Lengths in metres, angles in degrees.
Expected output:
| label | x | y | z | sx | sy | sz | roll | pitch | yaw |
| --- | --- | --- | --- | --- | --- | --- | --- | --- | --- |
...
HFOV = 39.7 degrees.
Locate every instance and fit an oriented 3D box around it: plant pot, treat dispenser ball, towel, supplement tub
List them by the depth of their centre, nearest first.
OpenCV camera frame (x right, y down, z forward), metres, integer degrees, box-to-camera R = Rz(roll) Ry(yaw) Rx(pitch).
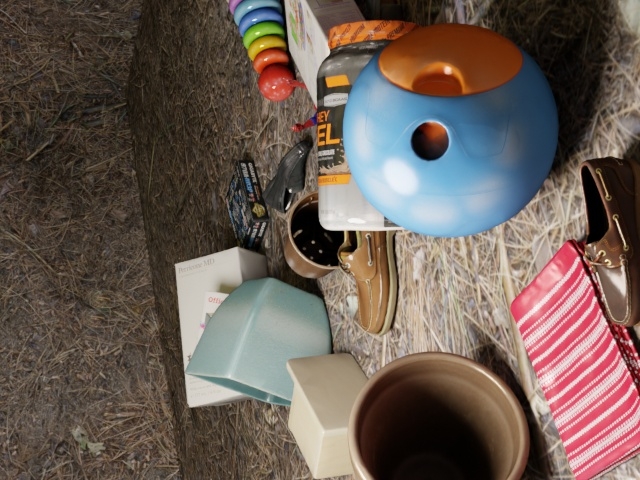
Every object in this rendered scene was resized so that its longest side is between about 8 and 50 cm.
| label | x | y | z | sx | sy | sz | roll | pitch | yaw |
| --- | --- | --- | --- | --- | --- | --- | --- | --- | --- |
| towel | 0.338 | 0.158 | 1.160 | 0.199 | 0.031 | 0.275 | 118 | 144 | -53 |
| treat dispenser ball | 0.173 | -0.147 | 1.198 | 0.288 | 0.288 | 0.288 | 178 | 90 | -68 |
| plant pot | 0.172 | 0.339 | 1.351 | 0.229 | 0.262 | 0.263 | 87 | 167 | -51 |
| supplement tub | 0.096 | -0.187 | 1.500 | 0.207 | 0.207 | 0.338 | -177 | 85 | -68 |
| plant pot | 0.000 | 0.000 | 1.842 | 0.165 | 0.166 | 0.167 | 125 | 138 | -69 |
| plant pot | -0.121 | 0.223 | 2.011 | 0.247 | 0.247 | 0.252 | -10 | 60 | 58 |

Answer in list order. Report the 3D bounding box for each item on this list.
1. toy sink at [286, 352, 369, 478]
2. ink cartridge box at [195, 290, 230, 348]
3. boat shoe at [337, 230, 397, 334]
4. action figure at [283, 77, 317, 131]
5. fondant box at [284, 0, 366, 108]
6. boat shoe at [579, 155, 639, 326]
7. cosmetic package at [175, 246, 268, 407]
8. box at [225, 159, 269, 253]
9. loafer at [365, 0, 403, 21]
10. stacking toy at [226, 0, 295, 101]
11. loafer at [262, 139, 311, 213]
| label | x | y | z | sx | sy | sz | roll | pitch | yaw |
| --- | --- | --- | --- | --- | --- | --- | --- | --- | --- |
| toy sink | 0.026 | 0.353 | 1.796 | 0.234 | 0.152 | 0.131 | -126 | 40 | -53 |
| ink cartridge box | -0.218 | 0.238 | 2.185 | 0.154 | 0.093 | 0.213 | 7 | 83 | 31 |
| boat shoe | 0.081 | 0.030 | 1.692 | 0.110 | 0.104 | 0.308 | -169 | 78 | -68 |
| action figure | -0.006 | -0.245 | 1.857 | 0.092 | 0.139 | 0.280 | 112 | 150 | -43 |
| fondant box | 0.013 | -0.392 | 1.757 | 0.238 | 0.096 | 0.330 | 86 | 166 | -48 |
| boat shoe | 0.348 | 0.002 | 1.067 | 0.073 | 0.073 | 0.207 | 161 | 105 | -66 |
| cosmetic package | -0.244 | 0.230 | 2.342 | 0.217 | 0.156 | 0.385 | -17 | 74 | 25 |
| box | -0.208 | -0.087 | 2.478 | 0.175 | 0.051 | 0.220 | 115 | 146 | -48 |
| loafer | 0.122 | -0.410 | 1.615 | 0.061 | 0.062 | 0.170 | -47 | 50 | 54 |
| stacking toy | -0.133 | -0.494 | 2.185 | 0.141 | 0.141 | 0.331 | 133 | 124 | -60 |
| loafer | -0.067 | -0.151 | 2.111 | 0.078 | 0.076 | 0.223 | 43 | 136 | 10 |
